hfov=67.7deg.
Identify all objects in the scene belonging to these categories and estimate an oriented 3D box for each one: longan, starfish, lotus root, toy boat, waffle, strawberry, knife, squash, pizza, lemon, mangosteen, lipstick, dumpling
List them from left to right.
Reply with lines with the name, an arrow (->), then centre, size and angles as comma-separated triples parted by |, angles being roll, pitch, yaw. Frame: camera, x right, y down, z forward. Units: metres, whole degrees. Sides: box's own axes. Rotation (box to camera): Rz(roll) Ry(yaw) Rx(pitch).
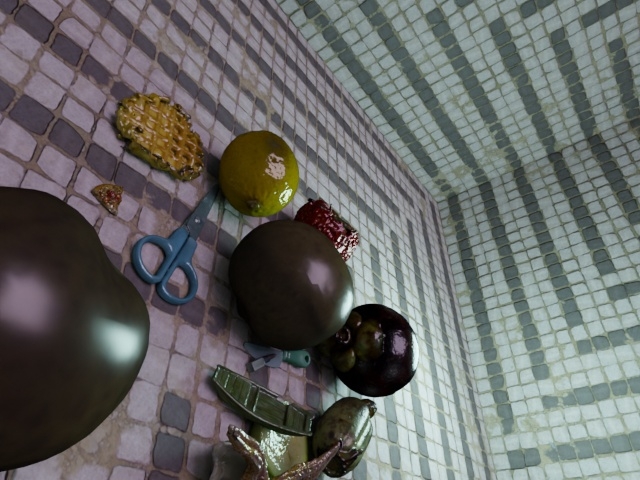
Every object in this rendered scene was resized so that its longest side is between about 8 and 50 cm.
longan -> -0.440, 0.120, 0.646 | 0.405, 0.336, 0.404 | -7, 102, -37
pizza -> -0.476, -0.097, 1.096 | 0.078, 0.025, 0.083 | 64, 27, 1
waffle -> -0.421, -0.282, 1.300 | 0.262, 0.060, 0.280 | 62, 28, -7
dumpling -> -0.191, 0.509, 1.044 | 0.188, 0.108, 0.127 | 57, 49, -43
lemon -> -0.186, -0.202, 1.449 | 0.267, 0.267, 0.267 | 41, 37, -39
toy boat -> -0.149, 0.404, 1.181 | 0.293, 0.055, 0.093 | 34, 31, -15
lipstick -> -0.158, 0.330, 1.305 | 0.107, 0.025, 0.025 | -12, 80, -56
knife -> -0.125, 0.336, 1.375 | 0.260, 0.035, 0.063 | 22, 61, -45
squash -> -0.099, 0.533, 1.243 | 0.219, 0.041, 0.219 | 40, 37, -40
starfish -> -0.072, 0.585, 1.018 | 0.384, 0.132, 0.397 | 17, 62, -50
longan -> -0.085, 0.120, 1.312 | 0.361, 0.361, 0.360 | 41, 37, -39
strawberry -> 0.002, 0.002, 1.688 | 0.261, 0.257, 0.261 | 40, 9, -8
lotus root -> 0.078, 0.568, 1.410 | 0.173, 0.173, 0.309 | 65, 28, -1
mangosteen -> 0.160, 0.358, 1.570 | 0.330, 0.330, 0.330 | 41, 37, -39

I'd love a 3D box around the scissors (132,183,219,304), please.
scissors -> -0.344, -0.028, 1.269 | 0.192, 0.029, 0.447 | 51, 31, -27
